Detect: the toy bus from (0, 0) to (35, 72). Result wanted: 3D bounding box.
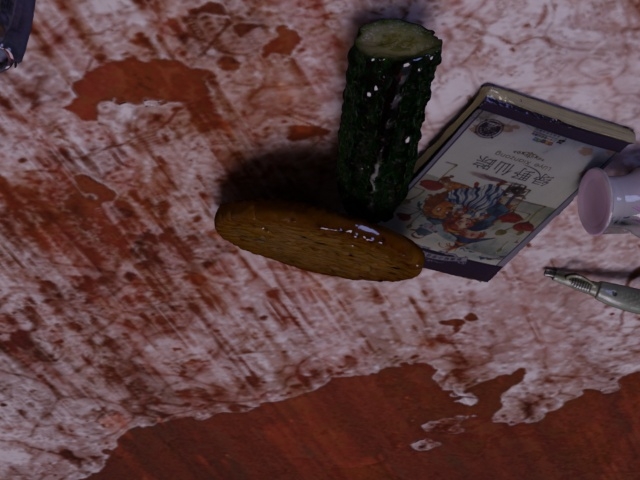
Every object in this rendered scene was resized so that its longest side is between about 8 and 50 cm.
[{"bbox_3d":[-0.367,-0.136,1.413,0.317,0.112,0.138,-23,131,23],"label":"toy bus"}]

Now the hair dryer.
[{"bbox_3d":[0.322,0.072,1.848,0.199,0.067,0.167,12,168,18],"label":"hair dryer"}]

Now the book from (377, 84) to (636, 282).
[{"bbox_3d":[0.146,-0.043,1.681,0.157,0.026,0.231,15,140,-26],"label":"book"}]

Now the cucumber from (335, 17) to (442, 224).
[{"bbox_3d":[0.049,-0.086,1.559,0.077,0.077,0.265,-1,145,-6],"label":"cucumber"}]

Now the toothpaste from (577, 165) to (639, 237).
[{"bbox_3d":[0.383,-0.034,1.695,0.323,0.066,0.100,0,144,-22],"label":"toothpaste"}]

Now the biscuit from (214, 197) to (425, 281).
[{"bbox_3d":[0.001,-0.001,1.661,0.187,0.027,0.188,12,167,3],"label":"biscuit"}]
